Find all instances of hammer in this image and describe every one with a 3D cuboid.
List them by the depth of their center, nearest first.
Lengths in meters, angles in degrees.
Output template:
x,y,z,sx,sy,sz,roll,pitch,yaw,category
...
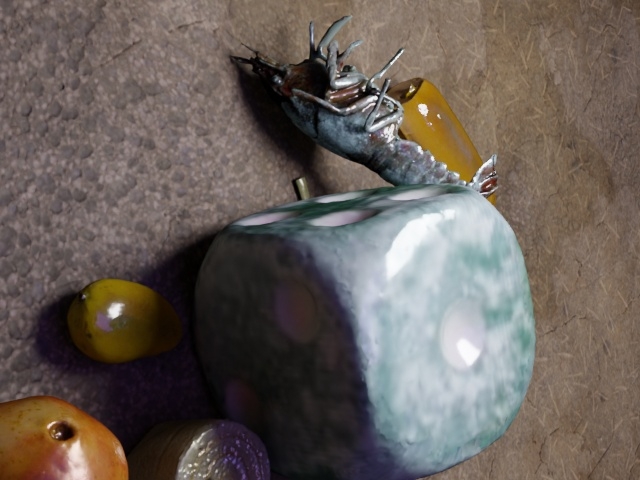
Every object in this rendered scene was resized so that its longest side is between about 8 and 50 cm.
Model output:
x,y,z,sx,sy,sz,roll,pitch,yaw,category
0.000,0.000,1.585,0.062,0.013,0.198,-25,104,-43,hammer

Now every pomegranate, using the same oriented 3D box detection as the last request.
x,y,z,sx,sy,sz,roll,pitch,yaw,category
-0.304,0.267,1.134,0.209,0.209,0.209,6,81,-43,pomegranate

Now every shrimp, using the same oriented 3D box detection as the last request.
x,y,z,sx,sy,sz,roll,pitch,yaw,category
0.071,-0.174,1.515,0.410,0.221,0.166,42,66,-2,shrimp

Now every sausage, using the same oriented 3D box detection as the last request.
x,y,z,sx,sy,sz,roll,pitch,yaw,category
0.210,-0.120,1.741,0.328,0.112,0.112,54,53,-28,sausage

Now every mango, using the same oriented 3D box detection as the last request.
x,y,z,sx,sy,sz,roll,pitch,yaw,category
-0.237,0.101,1.305,0.161,0.076,0.103,13,72,-46,mango

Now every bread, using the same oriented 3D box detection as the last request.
x,y,z,sx,sy,sz,roll,pitch,yaw,category
-0.160,0.290,1.314,0.148,0.141,0.134,-29,102,-43,bread

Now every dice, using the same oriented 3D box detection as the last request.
x,y,z,sx,sy,sz,roll,pitch,yaw,category
0.052,0.111,1.397,0.328,0.348,0.330,-17,103,-40,dice
